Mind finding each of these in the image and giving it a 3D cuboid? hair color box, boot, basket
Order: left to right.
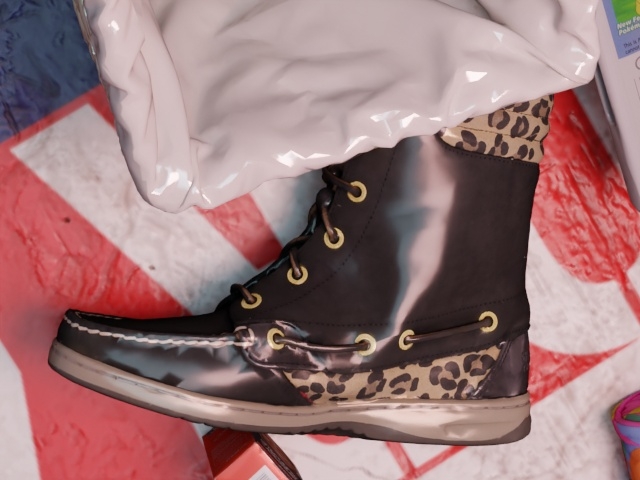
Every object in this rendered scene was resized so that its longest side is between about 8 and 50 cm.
[{"bbox_3d":[-0.048,0.175,1.224,0.043,0.141,0.072,-42,100,-3],"label":"hair color box"},{"bbox_3d":[-0.024,-0.248,1.064,0.331,0.266,0.328,-18,124,-12],"label":"basket"},{"bbox_3d":[0.000,0.000,1.215,0.377,0.138,0.284,8,96,-13],"label":"boot"}]

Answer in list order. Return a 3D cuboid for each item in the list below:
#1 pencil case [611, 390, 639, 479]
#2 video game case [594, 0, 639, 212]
[{"bbox_3d":[0.310,0.226,1.302,0.104,0.104,0.236,-18,100,-6],"label":"pencil case"},{"bbox_3d":[0.339,-0.211,1.170,0.329,0.036,0.300,-24,116,-5],"label":"video game case"}]
